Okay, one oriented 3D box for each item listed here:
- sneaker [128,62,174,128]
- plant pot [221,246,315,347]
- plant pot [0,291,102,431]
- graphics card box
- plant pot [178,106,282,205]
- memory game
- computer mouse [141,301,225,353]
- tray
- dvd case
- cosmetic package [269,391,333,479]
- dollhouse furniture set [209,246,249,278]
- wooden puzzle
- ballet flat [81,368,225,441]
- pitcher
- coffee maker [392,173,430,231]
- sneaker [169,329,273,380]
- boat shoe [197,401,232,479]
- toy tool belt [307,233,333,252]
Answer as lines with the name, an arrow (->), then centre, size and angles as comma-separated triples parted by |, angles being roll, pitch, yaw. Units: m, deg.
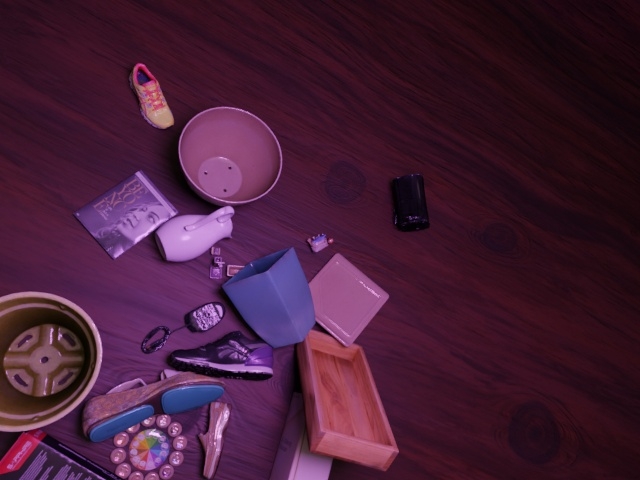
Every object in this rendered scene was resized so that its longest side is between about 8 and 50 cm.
sneaker -> -0.501, -0.426, 1.386 | 0.082, 0.094, 0.208 | -33, 92, -28
plant pot -> -0.121, 0.171, 1.327 | 0.234, 0.166, 0.165 | 63, 30, -12
plant pot -> -0.638, 0.268, 1.060 | 0.276, 0.254, 0.275 | 5, 75, -21
graphics card box -> -0.586, 0.628, 1.074 | 0.371, 0.094, 0.232 | 36, 68, -9
plant pot -> -0.277, -0.215, 1.370 | 0.285, 0.191, 0.283 | 6, 74, -22
memory game -> -0.440, 0.536, 1.206 | 0.186, 0.012, 0.186 | 6, 75, -22
computer mouse -> -0.377, 0.240, 1.301 | 0.242, 0.041, 0.071 | -24, 88, -19
tray -> 0.051, 0.402, 1.254 | 0.203, 0.411, 0.076 | 21, 108, -16
dvd case -> -0.541, -0.076, 1.320 | 0.221, 0.018, 0.164 | -42, 94, -26
cosmetic package -> -0.044, 0.584, 1.277 | 0.113, 0.160, 0.309 | 21, 68, -16
dollhouse furniture set -> -0.258, 0.063, 1.366 | 0.115, 0.081, 0.090 | 6, 74, -21
wooden puzzle -> 0.068, 0.184, 1.476 | 0.221, 0.044, 0.238 | 40, 61, 8
ballet flat -> -0.424, 0.395, 1.203 | 0.349, 0.123, 0.123 | -13, 82, -26
pitcher -> -0.342, -0.028, 1.302 | 0.207, 0.177, 0.125 | -22, 76, -26
coffee maker -> 0.317, -0.135, 1.608 | 0.120, 0.171, 0.178 | -4, 76, -7
sneaker -> -0.269, 0.310, 1.303 | 0.284, 0.107, 0.124 | 13, 57, -23
boat shoe -> -0.291, 0.527, 1.248 | 0.072, 0.068, 0.189 | 13, 62, -6
toy tool belt -> 0.000, 0.000, 1.507 | 0.083, 0.052, 0.051 | -31, 98, -27
